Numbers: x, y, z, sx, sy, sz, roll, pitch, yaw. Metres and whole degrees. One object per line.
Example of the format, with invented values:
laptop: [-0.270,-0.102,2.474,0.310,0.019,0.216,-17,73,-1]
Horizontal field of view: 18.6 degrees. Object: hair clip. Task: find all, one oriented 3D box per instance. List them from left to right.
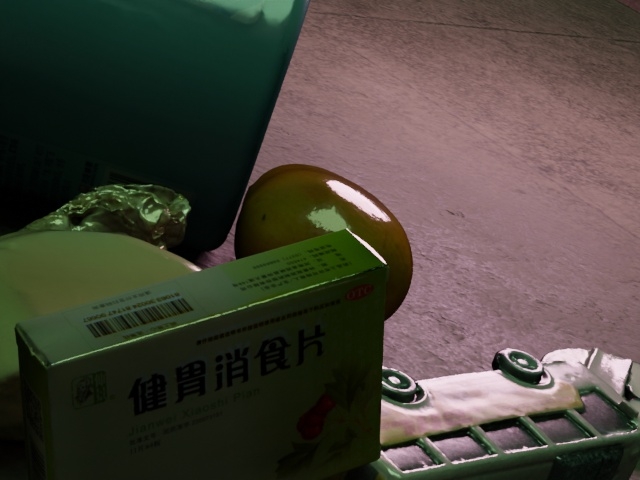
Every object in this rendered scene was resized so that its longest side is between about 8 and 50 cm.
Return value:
hair clip: [0.277,0.142,1.884,0.140,0.054,0.220,18,18,9]

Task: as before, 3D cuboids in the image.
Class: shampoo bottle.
shampoo bottle: [-0.207,-0.187,1.890,0.343,0.331,0.331,20,20,-4]

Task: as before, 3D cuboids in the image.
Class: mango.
mango: [0.005,0.005,1.858,0.175,0.139,0.254,39,12,-7]

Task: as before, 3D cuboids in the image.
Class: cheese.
cheese: [-0.169,0.089,1.512,0.266,0.127,0.233,6,24,-28]

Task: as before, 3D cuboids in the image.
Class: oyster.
oyster: [-0.190,0.004,1.721,0.191,0.163,0.081,0,67,-39]

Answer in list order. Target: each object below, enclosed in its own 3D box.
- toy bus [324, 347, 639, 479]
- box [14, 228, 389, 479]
toy bus: [0.126,0.169,1.607,0.343,0.097,0.138,-2,32,-44]
box: [-0.079,0.109,1.364,0.260,0.175,0.062,-15,35,-25]
